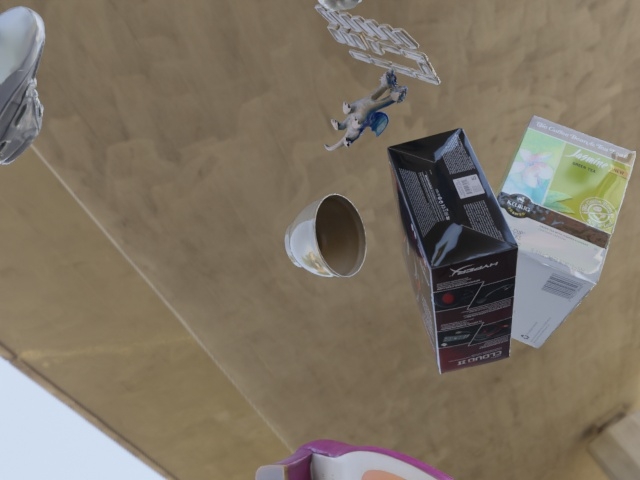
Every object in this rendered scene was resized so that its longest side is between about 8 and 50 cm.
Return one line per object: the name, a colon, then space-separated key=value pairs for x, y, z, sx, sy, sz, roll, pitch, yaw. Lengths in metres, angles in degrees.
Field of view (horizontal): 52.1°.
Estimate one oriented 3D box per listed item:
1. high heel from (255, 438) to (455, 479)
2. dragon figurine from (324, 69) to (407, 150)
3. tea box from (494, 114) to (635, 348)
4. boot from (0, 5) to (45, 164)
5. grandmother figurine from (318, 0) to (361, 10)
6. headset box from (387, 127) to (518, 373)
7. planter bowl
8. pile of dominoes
high heel: x=0.057 y=0.224 z=0.606 sx=0.117 sy=0.082 sz=0.244 roll=1 pitch=-15 yaw=-45
dragon figurine: x=0.111 y=-0.299 z=1.611 sx=0.144 sy=0.085 sz=0.289 roll=-25 pitch=-16 yaw=-27
tea box: x=0.440 y=-0.011 z=1.339 sx=0.329 sy=0.220 sz=0.324 roll=92 pitch=-157 yaw=-61
boot: x=-0.483 y=-0.235 z=1.028 sx=0.258 sy=0.095 sz=0.123 roll=-54 pitch=-13 yaw=11
grandmother figurine: x=0.000 y=-0.431 z=0.887 sx=0.342 sy=0.207 sz=0.104 roll=50 pitch=-123 yaw=-71
headset box: x=0.182 y=0.030 z=0.914 sx=0.110 sy=0.218 sz=0.293 roll=-14 pitch=-39 yaw=2
planter bowl: x=0.000 y=0.000 z=1.279 sx=0.109 sy=0.162 sz=0.162 roll=-14 pitch=-24 yaw=38
pile of dominoes: x=0.125 y=-0.420 z=1.360 sx=0.040 sy=0.251 sz=0.196 roll=-61 pitch=-30 yaw=-4
